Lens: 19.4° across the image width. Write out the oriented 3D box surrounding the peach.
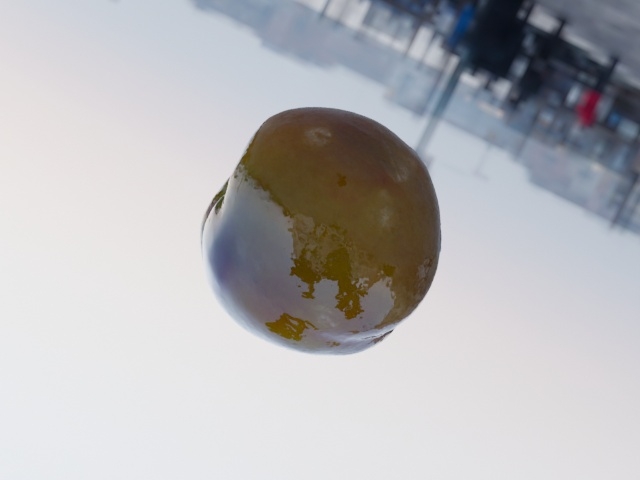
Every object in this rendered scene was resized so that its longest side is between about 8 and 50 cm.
[{"bbox_3d":[0.000,0.000,1.033,0.138,0.138,0.138,26,-174,-3],"label":"peach"}]
